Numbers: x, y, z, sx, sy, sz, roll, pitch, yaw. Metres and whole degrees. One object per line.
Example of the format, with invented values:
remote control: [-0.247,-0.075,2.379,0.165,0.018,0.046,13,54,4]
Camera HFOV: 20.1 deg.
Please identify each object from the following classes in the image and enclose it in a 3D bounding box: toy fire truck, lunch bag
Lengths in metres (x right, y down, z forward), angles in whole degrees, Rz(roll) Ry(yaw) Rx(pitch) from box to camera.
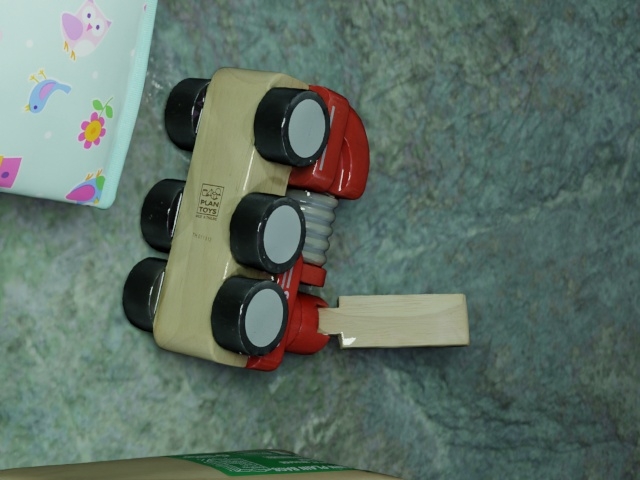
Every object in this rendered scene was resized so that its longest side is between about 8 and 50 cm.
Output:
toy fire truck: [0.000,0.000,1.394,0.246,0.158,0.217,18,83,-53]
lunch bag: [-0.219,-0.171,1.145,0.223,0.160,0.262,7,102,-42]

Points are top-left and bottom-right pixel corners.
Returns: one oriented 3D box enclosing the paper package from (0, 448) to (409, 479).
paper package: [-0.099,0.313,1.319,0.324,0.168,0.310,3,93,-41]
